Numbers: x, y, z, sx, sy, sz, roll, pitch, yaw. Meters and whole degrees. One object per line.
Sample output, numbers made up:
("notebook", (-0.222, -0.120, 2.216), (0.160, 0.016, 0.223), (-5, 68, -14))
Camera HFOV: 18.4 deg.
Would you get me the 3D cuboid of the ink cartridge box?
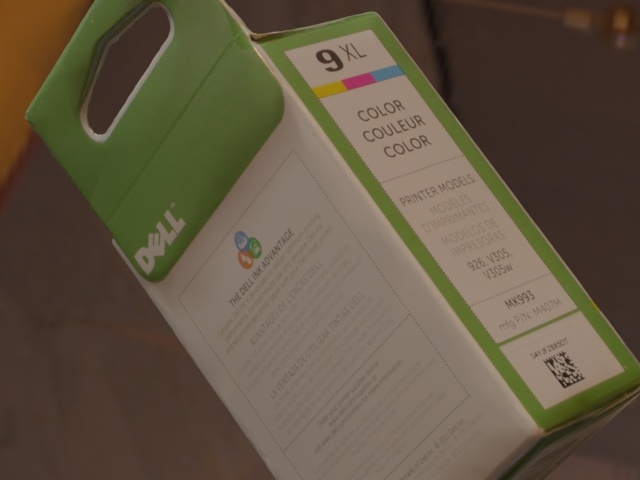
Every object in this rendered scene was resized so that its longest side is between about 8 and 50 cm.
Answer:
("ink cartridge box", (0.000, 0.000, 0.645), (0.062, 0.209, 0.109), (-21, -22, -44))
